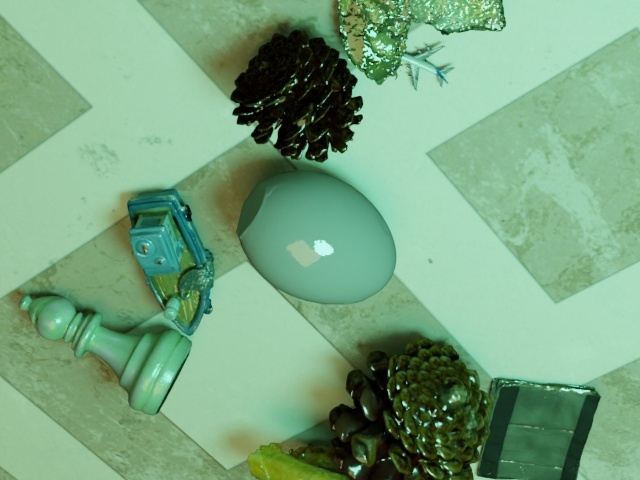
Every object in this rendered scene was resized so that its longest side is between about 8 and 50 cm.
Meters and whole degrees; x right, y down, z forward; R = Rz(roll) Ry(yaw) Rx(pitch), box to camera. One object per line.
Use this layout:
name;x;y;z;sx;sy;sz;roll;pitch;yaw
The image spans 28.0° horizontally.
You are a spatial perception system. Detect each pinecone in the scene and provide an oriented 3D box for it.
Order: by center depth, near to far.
pinecone;-0.019;-0.176;1.676;0.163;0.163;0.165;-31;129;26
pinecone;0.130;0.290;1.967;0.264;0.264;0.264;3;128;4

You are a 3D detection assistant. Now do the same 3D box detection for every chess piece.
chess piece;-0.346;0.157;1.996;0.271;0.139;0.139;26;126;-1

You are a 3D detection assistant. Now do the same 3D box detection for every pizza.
pizza;0.055;0.390;2.092;0.365;0.182;0.074;18;105;-7

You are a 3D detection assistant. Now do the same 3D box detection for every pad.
pad;0.353;0.316;2.099;0.174;0.022;0.233;4;129;2

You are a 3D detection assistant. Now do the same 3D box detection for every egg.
egg;0.000;0.000;1.794;0.232;0.176;0.176;29;125;-24

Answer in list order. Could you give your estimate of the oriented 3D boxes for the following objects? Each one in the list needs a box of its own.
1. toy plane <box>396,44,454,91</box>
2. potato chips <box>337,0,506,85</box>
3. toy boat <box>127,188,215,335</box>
toy plane;0.134;-0.232;1.697;0.084;0.024;0.078;28;126;-7
potato chips;0.116;-0.300;1.632;0.220;0.029;0.202;-40;108;22
toy boat;-0.219;0.042;1.899;0.109;0.098;0.238;-6;127;14
